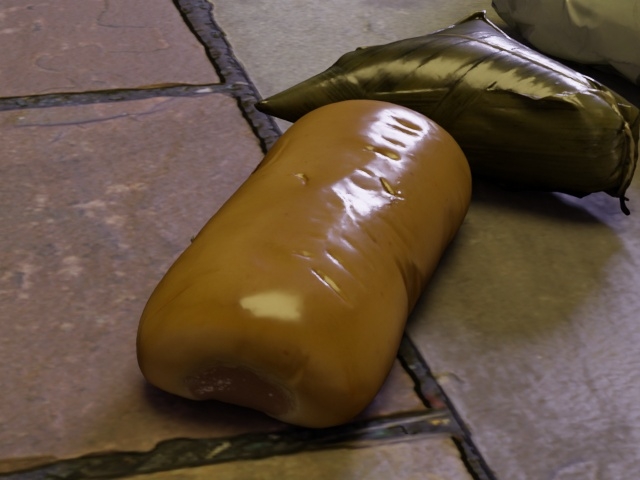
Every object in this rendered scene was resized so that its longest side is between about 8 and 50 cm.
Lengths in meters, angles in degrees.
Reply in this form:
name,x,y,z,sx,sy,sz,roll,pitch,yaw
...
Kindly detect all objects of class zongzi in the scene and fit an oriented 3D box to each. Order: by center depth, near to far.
name,x,y,z,sx,sy,sz,roll,pitch,yaw
zongzi,0.093,-0.077,1.154,0.204,0.094,0.205,-11,31,-36

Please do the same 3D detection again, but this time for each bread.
name,x,y,z,sx,sy,sz,roll,pitch,yaw
bread,0.000,0.000,1.024,0.142,0.091,0.305,15,31,11

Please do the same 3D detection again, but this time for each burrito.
name,x,y,z,sx,sy,sz,roll,pitch,yaw
burrito,0.282,-0.163,1.334,0.139,0.101,0.445,-35,42,-25
